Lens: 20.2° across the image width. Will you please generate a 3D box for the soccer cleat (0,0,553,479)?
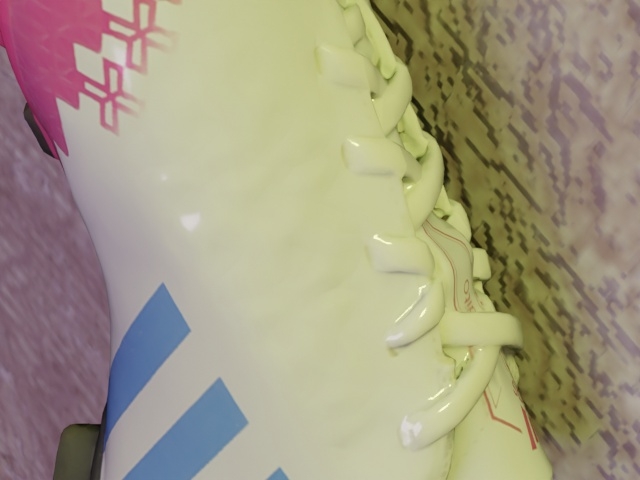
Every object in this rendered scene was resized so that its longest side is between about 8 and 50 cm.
[{"bbox_3d":[0.000,0.000,0.475,0.143,0.116,0.331,16,127,25],"label":"soccer cleat"}]
